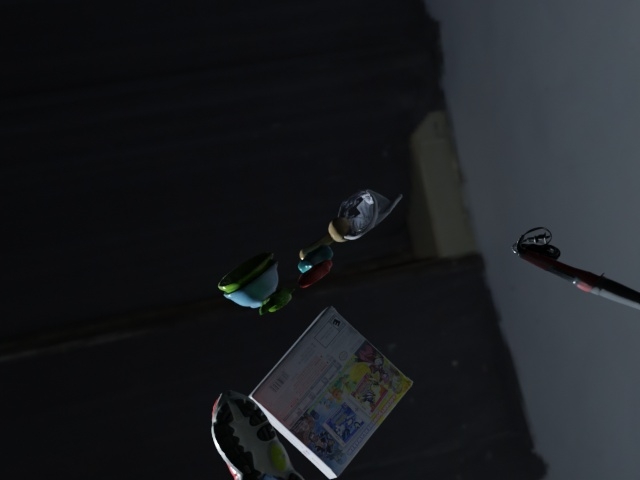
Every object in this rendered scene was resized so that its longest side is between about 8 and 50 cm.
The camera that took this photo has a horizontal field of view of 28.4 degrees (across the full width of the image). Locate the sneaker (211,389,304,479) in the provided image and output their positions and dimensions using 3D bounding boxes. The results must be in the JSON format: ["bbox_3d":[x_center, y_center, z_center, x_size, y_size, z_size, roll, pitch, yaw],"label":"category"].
[{"bbox_3d":[-0.079,0.342,1.840,0.118,0.107,0.279,-157,47,-77],"label":"sneaker"}]

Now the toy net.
[{"bbox_3d":[0.000,0.000,1.378,0.045,0.232,0.122,56,159,-10],"label":"toy net"}]

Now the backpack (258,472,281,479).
[{"bbox_3d":[-0.026,0.361,1.399,0.173,0.158,0.117,30,111,9],"label":"backpack"}]

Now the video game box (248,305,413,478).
[{"bbox_3d":[0.016,0.239,2.001,0.187,0.205,0.048,43,156,-1],"label":"video game box"}]

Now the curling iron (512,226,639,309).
[{"bbox_3d":[0.410,0.052,1.879,0.274,0.068,0.035,27,147,26],"label":"curling iron"}]
